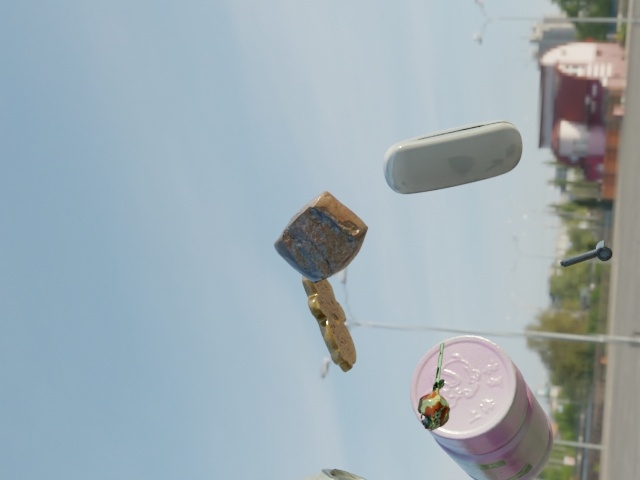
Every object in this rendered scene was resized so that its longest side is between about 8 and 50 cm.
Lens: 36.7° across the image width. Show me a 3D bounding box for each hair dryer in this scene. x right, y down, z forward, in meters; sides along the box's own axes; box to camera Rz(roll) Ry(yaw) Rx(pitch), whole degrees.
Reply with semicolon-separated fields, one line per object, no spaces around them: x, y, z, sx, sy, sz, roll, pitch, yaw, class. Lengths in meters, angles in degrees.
0.416;0.024;1.513;0.026;0.083;0.047;71;-159;-4;hair dryer

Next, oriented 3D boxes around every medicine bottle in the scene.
0.318;0.341;1.875;0.325;0.212;0.212;51;-135;-53;medicine bottle

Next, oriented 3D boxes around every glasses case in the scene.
0.216;-0.135;1.570;0.059;0.233;0.092;-117;15;-60;glasses case

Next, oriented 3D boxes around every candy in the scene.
0.177;0.213;1.452;0.185;0.049;0.056;-70;-8;-55;candy

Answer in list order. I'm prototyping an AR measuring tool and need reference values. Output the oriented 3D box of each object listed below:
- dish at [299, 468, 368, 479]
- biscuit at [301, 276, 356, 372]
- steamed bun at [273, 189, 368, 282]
0.051;0.417;1.516;0.078;0.246;0.224;-70;-18;-2;dish
0.019;0.171;2.018;0.226;0.036;0.166;67;-165;16;biscuit
0.000;0.000;1.868;0.175;0.145;0.106;-48;-5;31;steamed bun
